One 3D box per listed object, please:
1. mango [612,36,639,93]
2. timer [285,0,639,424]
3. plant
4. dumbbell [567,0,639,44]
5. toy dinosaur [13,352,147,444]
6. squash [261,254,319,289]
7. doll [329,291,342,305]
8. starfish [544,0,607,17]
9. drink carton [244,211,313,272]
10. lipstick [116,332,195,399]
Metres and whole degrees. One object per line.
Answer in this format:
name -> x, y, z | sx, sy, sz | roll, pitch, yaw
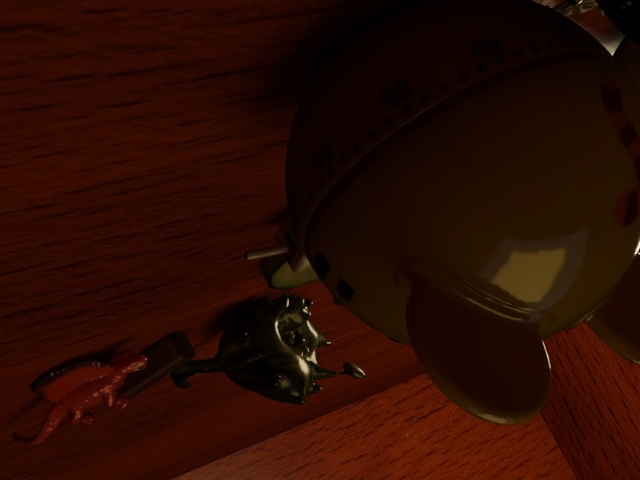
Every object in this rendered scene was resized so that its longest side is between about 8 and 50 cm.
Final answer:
mango -> 0.444, -0.227, 1.410 | 0.177, 0.120, 0.295 | -20, 164, 3
timer -> 0.151, -0.023, 1.045 | 0.376, 0.387, 0.376 | -26, 163, -9
plant -> -0.135, 0.218, 1.830 | 0.333, 0.180, 0.251 | -29, 156, 21
dumbbell -> 0.316, -0.263, 0.898 | 0.290, 0.192, 0.192 | -29, 166, -3
toy dinosaur -> -0.374, 0.225, 1.634 | 0.286, 0.070, 0.139 | -29, 156, 18
squash -> 0.018, 0.003, 1.604 | 0.219, 0.041, 0.219 | -23, 163, -7
doll -> 0.083, 0.064, 1.655 | 0.137, 0.097, 0.209 | -31, 169, 3
starfish -> 0.340, -0.285, 1.152 | 0.231, 0.048, 0.295 | -35, 163, 28
drink carton -> 0.000, 0.000, 1.433 | 0.200, 0.084, 0.074 | 3, 133, -39
lipstick -> -0.262, 0.194, 1.738 | 0.145, 0.045, 0.045 | -34, 163, 20
